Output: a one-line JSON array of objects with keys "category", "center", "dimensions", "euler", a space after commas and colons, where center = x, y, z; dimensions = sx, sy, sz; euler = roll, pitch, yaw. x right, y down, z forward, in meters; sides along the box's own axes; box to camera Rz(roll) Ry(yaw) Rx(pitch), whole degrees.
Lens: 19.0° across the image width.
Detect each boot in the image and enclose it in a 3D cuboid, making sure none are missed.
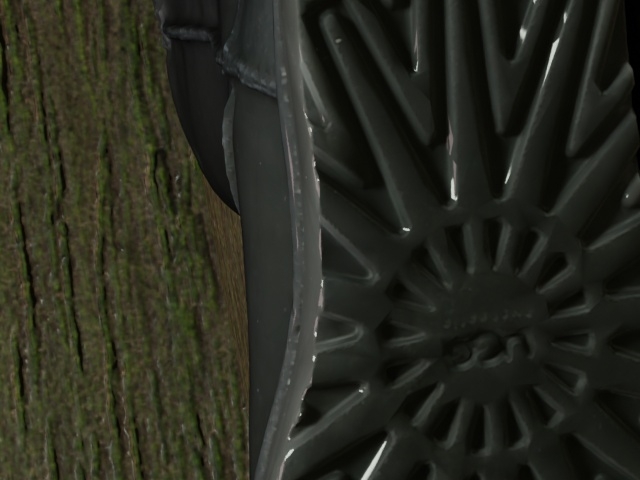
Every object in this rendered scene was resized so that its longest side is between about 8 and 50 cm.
[{"category": "boot", "center": [0.000, -0.002, 0.812], "dimensions": [0.445, 0.146, 0.367], "euler": [-147, 58, -73]}]
